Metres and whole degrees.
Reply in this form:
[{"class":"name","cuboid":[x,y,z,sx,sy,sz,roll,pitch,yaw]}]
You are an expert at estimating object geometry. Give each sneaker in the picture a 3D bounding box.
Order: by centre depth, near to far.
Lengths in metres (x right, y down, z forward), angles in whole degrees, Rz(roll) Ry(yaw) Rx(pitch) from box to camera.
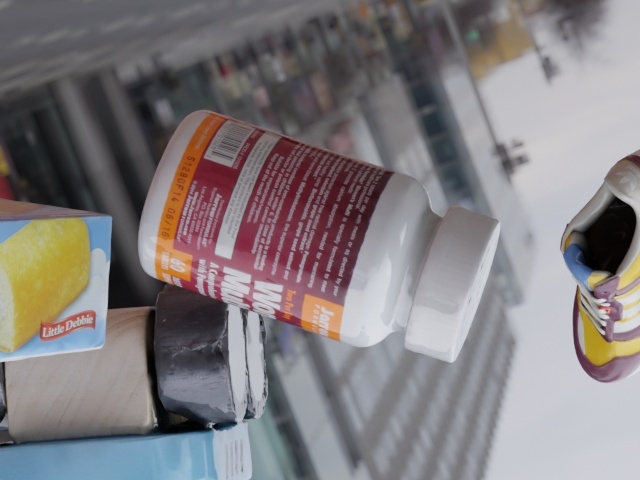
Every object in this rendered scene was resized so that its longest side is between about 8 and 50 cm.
[{"class":"sneaker","cuboid":[0.173,0.019,1.157,0.084,0.185,0.069,-19,-133,-34]}]

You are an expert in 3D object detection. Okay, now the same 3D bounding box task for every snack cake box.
[{"class":"snack cake box","cuboid":[-0.269,0.023,1.135,0.152,0.089,0.264,9,-171,36]}]

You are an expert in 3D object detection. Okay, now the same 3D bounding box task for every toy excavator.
[{"class":"toy excavator","cuboid":[-0.148,0.266,1.540,0.222,0.445,0.433,-3,175,5]}]

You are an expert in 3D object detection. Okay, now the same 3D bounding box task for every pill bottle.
[{"class":"pill bottle","cuboid":[0.000,0.000,1.282,0.221,0.121,0.121,19,-166,9]}]
